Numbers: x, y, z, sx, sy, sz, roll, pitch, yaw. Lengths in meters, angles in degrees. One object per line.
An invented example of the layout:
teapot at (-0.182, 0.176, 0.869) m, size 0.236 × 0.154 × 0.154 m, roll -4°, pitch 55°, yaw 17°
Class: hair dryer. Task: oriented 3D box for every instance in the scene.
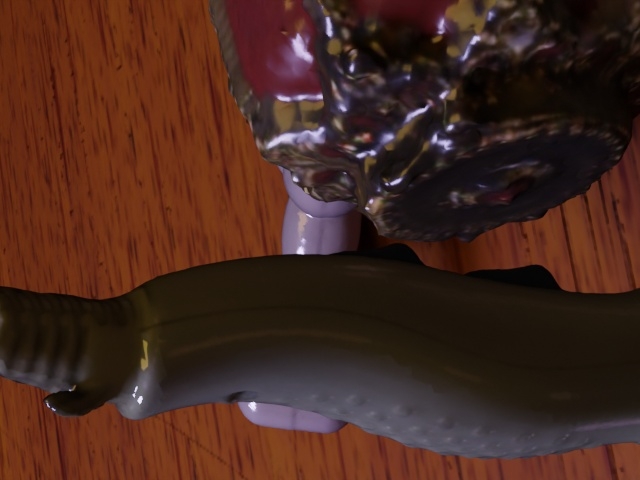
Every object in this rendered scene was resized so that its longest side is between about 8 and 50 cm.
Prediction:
hair dryer at (0.088, -0.027, 0.499) m, size 0.119 × 0.298 × 0.296 m, roll -38°, pitch 28°, yaw 56°

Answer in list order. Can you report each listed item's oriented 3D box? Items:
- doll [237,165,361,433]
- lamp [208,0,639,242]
doll at (0.000, 0.000, 0.770) m, size 0.161 × 0.059 × 0.160 m, roll -23°, pitch -60°, yaw -88°
lamp at (0.032, -0.139, 0.652) m, size 0.177 × 0.177 × 0.274 m, roll -41°, pitch 55°, yaw 52°
